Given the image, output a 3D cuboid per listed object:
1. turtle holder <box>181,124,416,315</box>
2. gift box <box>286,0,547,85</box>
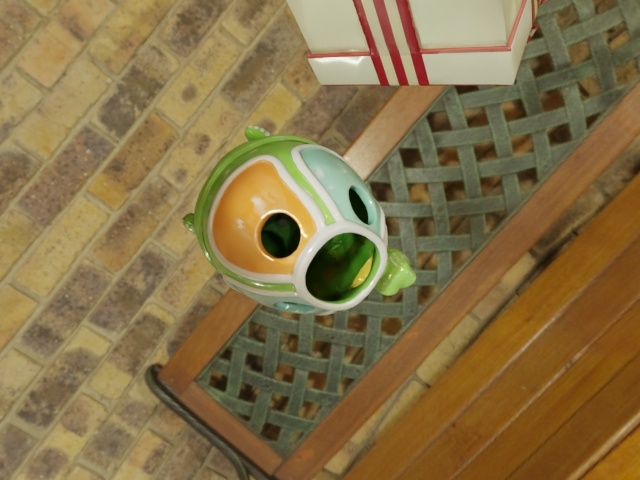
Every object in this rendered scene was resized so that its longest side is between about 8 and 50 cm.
[{"bbox_3d":[-0.016,0.008,0.723,0.243,0.320,0.227,-40,43,-11],"label":"turtle holder"},{"bbox_3d":[0.118,-0.319,0.521,0.255,0.258,0.276,16,65,32],"label":"gift box"}]
